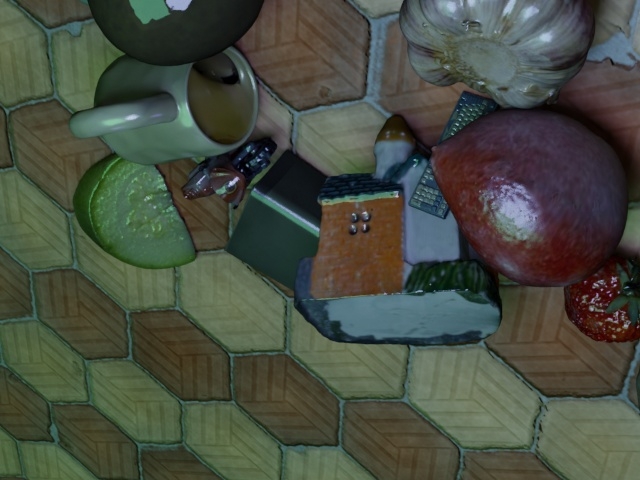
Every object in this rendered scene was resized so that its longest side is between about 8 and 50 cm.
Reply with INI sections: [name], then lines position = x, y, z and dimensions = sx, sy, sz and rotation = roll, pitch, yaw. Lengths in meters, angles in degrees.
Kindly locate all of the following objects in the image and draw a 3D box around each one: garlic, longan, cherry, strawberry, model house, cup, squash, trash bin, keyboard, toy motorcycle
[garlic]
position = 0.214, -0.272, 1.566
dimensions = 0.245, 0.160, 0.245
rotation = 13, 149, 8
[longan]
position = -0.192, -0.354, 1.735
dimensions = 0.248, 0.248, 0.248
rotation = 19, 134, 21
[cherry]
position = 0.269, -0.067, 1.625
dimensions = 0.206, 0.239, 0.239
rotation = -16, 115, 35
[strawberry]
position = 0.388, 0.083, 1.763
dimensions = 0.148, 0.131, 0.131
rotation = -25, 109, 37
[model house]
position = 0.117, -0.021, 1.810
dimensions = 0.272, 0.300, 0.190
rotation = -5, 160, 19
[cup]
position = -0.236, -0.177, 1.884
dimensions = 0.202, 0.255, 0.173
rotation = -4, 125, 37
[squash]
position = -0.343, -0.059, 2.241
dimensions = 0.204, 0.155, 0.236
rotation = -20, 116, 4
[trash bin]
position = 0.000, 0.000, 1.972
dimensions = 0.241, 0.122, 0.164
rotation = 32, 137, 6
[keyboard]
position = 0.177, -0.115, 1.718
dimensions = 0.055, 0.176, 0.014
rotation = 22, 168, 22
[toy motorcycle]
position = -0.150, -0.100, 1.970
dimensions = 0.084, 0.118, 0.212
rotation = 47, 150, -19

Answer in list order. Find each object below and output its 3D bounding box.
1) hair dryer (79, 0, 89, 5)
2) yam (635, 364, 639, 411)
[hair dryer]
position = -0.258, -0.417, 1.853
dimensions = 0.206, 0.075, 0.237
rotation = 24, 128, 7
[yam]
position = 0.558, 0.172, 1.690
dimensions = 0.268, 0.161, 0.161
rotation = -9, 119, 40
